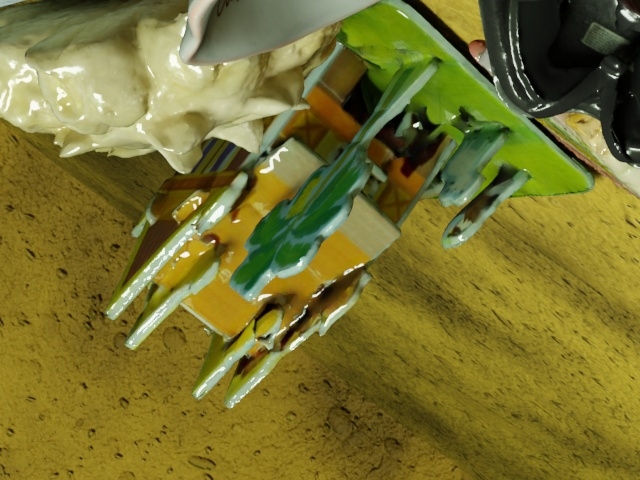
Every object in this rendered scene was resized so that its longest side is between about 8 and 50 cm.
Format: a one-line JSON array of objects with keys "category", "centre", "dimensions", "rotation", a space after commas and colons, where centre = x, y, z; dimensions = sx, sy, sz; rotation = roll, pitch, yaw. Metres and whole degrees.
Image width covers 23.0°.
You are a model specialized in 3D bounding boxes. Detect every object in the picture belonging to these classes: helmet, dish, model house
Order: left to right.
[{"category": "dish", "centre": [0.000, -0.189, 0.913], "dimensions": [0.081, 0.229, 0.229], "rotation": [63, 168, 5]}, {"category": "model house", "centre": [0.000, 0.000, 1.276], "dimensions": [0.242, 0.313, 0.357], "rotation": [38, 166, -20]}, {"category": "helmet", "centre": [0.174, -0.119, 0.840], "dimensions": [0.177, 0.107, 0.153], "rotation": [26, 159, 20]}]

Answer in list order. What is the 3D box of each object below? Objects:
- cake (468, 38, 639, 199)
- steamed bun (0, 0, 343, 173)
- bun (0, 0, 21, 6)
[{"category": "cake", "centre": [0.175, -0.078, 1.035], "dimensions": [0.109, 0.090, 0.225], "rotation": [37, 169, -24]}, {"category": "steamed bun", "centre": [-0.108, -0.130, 1.133], "dimensions": [0.292, 0.295, 0.137], "rotation": [-69, -37, -65]}, {"category": "bun", "centre": [-0.253, -0.255, 1.058], "dimensions": [0.354, 0.354, 0.194], "rotation": [16, 116, 57]}]
